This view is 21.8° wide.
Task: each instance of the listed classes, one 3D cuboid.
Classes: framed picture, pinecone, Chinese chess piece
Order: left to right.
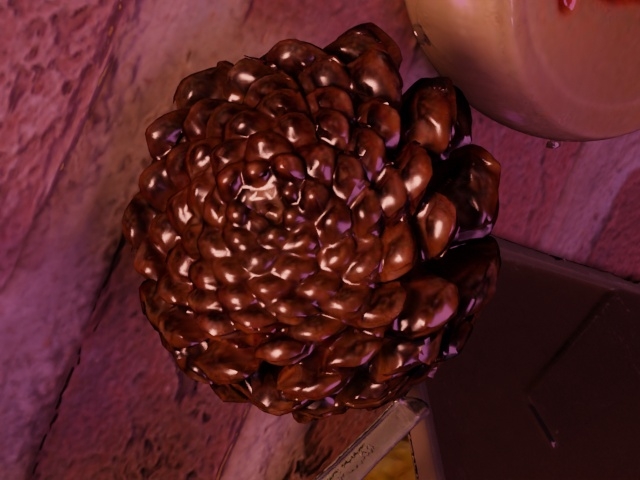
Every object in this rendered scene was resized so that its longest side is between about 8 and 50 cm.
[{"bbox_3d":[0.000,0.000,0.941,0.221,0.221,0.221,-19,123,-32],"label":"pinecone"},{"bbox_3d":[0.169,0.117,1.149,0.022,0.247,0.335,-30,149,36],"label":"framed picture"},{"bbox_3d":[0.174,-0.193,1.053,0.273,0.102,0.273,-19,123,-32],"label":"Chinese chess piece"}]

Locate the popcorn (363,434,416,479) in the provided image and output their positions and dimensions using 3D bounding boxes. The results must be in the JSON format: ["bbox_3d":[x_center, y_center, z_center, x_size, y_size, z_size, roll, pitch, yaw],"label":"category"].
[{"bbox_3d":[0.072,0.231,1.136,0.221,0.184,0.204,9,99,-42],"label":"popcorn"}]

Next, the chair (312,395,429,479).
[{"bbox_3d":[-0.011,0.256,0.916,0.203,0.190,0.274,-35,171,-42],"label":"chair"}]
